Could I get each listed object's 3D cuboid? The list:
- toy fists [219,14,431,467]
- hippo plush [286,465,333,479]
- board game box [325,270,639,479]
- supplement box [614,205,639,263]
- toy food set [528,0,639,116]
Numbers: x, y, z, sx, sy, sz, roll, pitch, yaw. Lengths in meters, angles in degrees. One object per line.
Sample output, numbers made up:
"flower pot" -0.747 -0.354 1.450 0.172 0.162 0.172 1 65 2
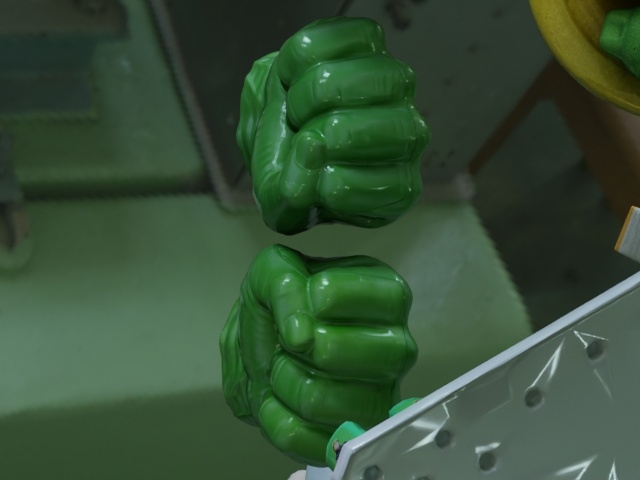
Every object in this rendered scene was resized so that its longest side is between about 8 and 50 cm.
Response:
"toy fists" 0.000 0.000 1.004 0.096 0.142 0.279 6 88 -31
"hippo plush" 0.032 0.258 1.628 0.294 0.236 0.234 -22 44 -24
"board game box" 0.232 0.180 0.945 0.390 0.050 0.390 -29 112 -13
"supplement box" 0.255 0.012 1.108 0.062 0.036 0.098 17 8 -24
"toy food set" 0.175 -0.095 0.551 0.218 0.071 0.128 18 80 13
